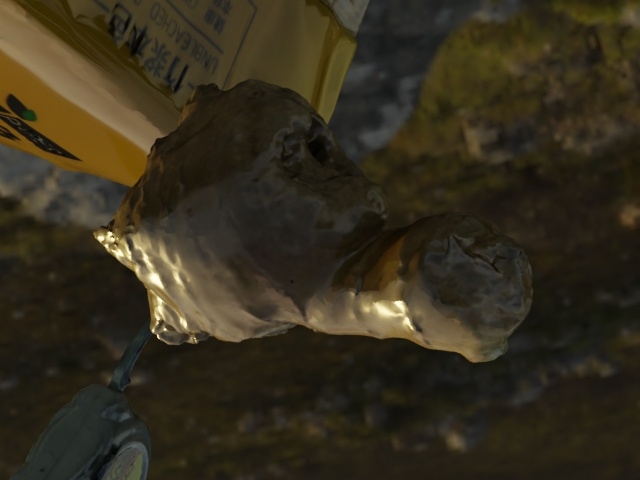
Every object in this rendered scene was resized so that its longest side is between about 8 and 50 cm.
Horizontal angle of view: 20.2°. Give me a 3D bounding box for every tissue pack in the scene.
[{"bbox_3d":[-0.178,-0.195,1.039,0.293,0.228,0.382,18,166,32],"label":"tissue pack"}]

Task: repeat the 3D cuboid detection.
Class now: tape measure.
[{"bbox_3d":[-0.166,0.143,1.552,0.084,0.330,0.164,24,144,13],"label":"tape measure"}]

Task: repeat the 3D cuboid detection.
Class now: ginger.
[{"bbox_3d":[-0.001,-0.009,0.618,0.165,0.096,0.067,1,-168,32],"label":"ginger"}]
